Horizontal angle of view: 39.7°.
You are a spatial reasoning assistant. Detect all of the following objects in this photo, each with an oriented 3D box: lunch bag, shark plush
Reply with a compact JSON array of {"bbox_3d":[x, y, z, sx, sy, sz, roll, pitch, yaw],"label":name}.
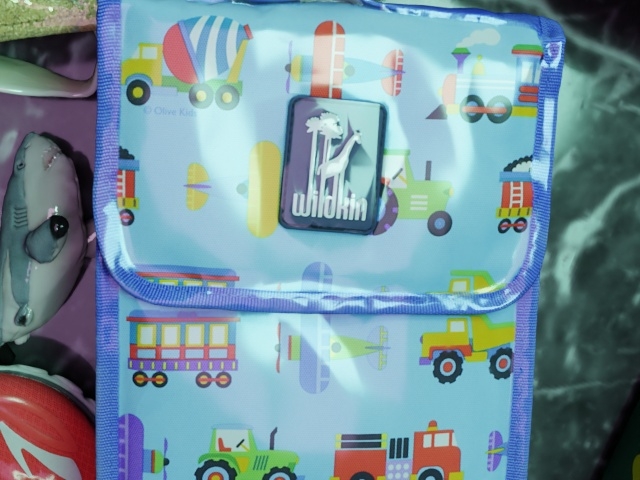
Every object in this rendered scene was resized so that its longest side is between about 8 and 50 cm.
[{"bbox_3d":[0.000,0.000,0.466,0.221,0.138,0.293,1,109,-7],"label":"lunch bag"},{"bbox_3d":[-0.181,0.019,0.533,0.067,0.073,0.161,33,114,10],"label":"shark plush"}]

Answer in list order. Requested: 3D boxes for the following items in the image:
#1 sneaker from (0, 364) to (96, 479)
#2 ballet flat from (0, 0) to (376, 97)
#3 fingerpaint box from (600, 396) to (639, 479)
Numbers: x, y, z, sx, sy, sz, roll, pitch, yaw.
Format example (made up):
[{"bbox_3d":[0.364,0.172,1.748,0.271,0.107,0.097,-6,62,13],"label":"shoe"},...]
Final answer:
[{"bbox_3d":[-0.154,0.208,0.510,0.107,0.118,0.279,-12,98,-5],"label":"sneaker"},{"bbox_3d":[-0.104,-0.134,0.487,0.348,0.123,0.123,-2,97,-7],"label":"ballet flat"},{"bbox_3d":[0.453,0.107,0.541,0.445,0.163,0.371,22,95,-9],"label":"fingerpaint box"}]
